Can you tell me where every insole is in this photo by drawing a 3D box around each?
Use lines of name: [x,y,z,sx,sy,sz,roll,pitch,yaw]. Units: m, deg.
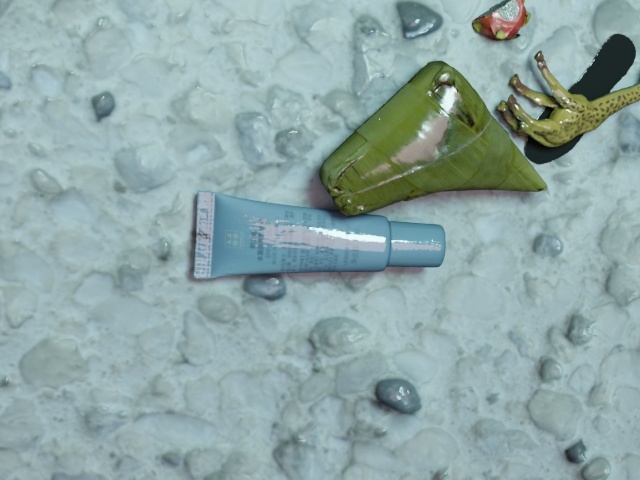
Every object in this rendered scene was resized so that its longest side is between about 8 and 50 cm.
insole: [0.424,-0.227,1.636,0.086,0.005,0.253,39,93,-20]

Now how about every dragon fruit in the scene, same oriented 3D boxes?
dragon fruit: [0.286,-0.336,1.548,0.083,0.056,0.060,-32,108,-6]

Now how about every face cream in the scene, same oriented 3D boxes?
face cream: [0.000,0.000,1.552,0.385,0.086,0.136,3,100,-9]

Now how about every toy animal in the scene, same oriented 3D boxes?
toy animal: [0.415,-0.220,1.603,0.275,0.054,0.149,4,100,-12]

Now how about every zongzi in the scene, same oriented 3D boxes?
zongzi: [0.177,-0.089,1.545,0.274,0.145,0.300,-43,116,4]
